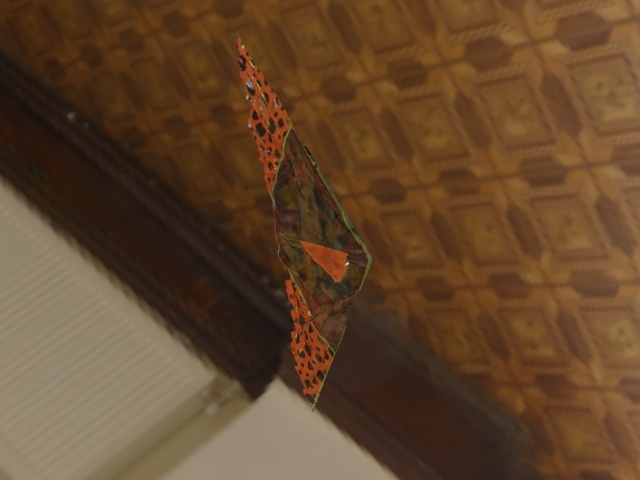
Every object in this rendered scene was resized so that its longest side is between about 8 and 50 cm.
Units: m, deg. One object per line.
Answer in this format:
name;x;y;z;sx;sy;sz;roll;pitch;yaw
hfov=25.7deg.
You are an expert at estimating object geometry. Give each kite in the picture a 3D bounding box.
kite;-0.001;0.000;0.728;0.125;0.008;0.222;14;118;63
